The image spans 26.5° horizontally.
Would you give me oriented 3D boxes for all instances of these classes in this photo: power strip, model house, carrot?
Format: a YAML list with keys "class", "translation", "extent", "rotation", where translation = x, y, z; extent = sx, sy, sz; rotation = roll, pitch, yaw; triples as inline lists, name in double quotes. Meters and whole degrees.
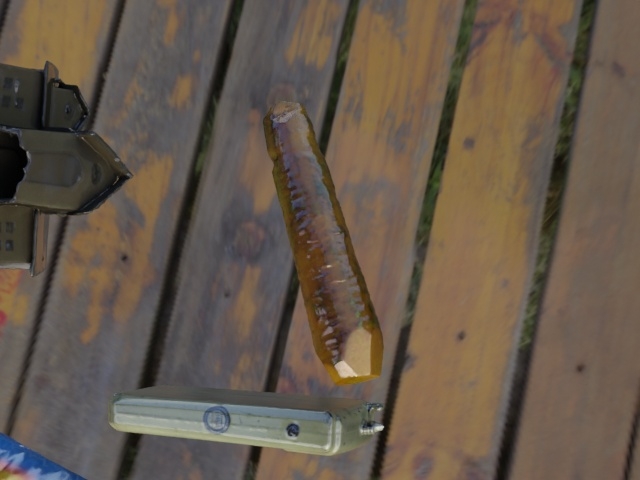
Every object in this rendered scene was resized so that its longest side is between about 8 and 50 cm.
- class: "power strip"
  translation: [-0.041, 0.109, 0.827]
  extent: [0.169, 0.076, 0.028]
  rotation: [2, 89, 22]
- class: "model house"
  translation: [-0.281, -0.070, 1.346]
  extent: [0.204, 0.243, 0.211]
  rotation: [6, 93, 30]
- class: "carrot"
  translation: [0.000, 0.000, 0.791]
  extent: [0.042, 0.042, 0.171]
  rotation: [-14, 75, -5]

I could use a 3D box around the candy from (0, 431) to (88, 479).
- class: "candy"
  translation: [-0.170, 0.221, 0.516]
  extent: [0.157, 0.100, 0.306]
  rotation: [21, 43, 25]
